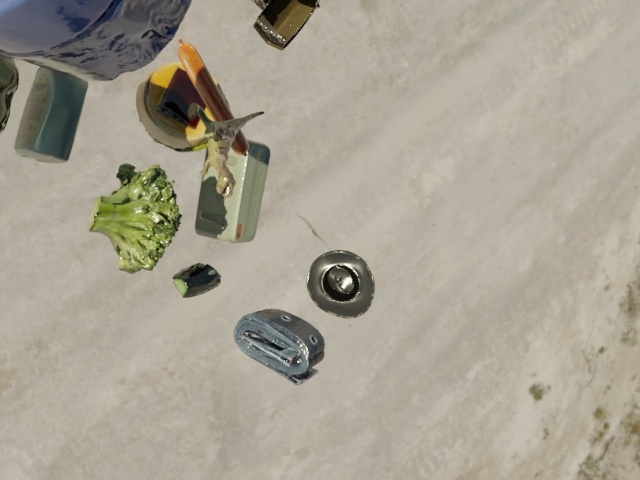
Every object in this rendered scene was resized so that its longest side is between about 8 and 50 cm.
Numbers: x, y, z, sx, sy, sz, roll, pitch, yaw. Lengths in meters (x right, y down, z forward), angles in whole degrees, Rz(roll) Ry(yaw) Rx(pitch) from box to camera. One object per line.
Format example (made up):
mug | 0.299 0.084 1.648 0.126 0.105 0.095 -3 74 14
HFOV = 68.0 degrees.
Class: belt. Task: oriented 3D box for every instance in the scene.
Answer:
belt | -0.105 0.240 1.124 0.128 0.218 0.122 -6 115 -61

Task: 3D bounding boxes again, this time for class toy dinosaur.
toy dinosaur | -0.216 -0.238 1.078 0.200 0.072 0.251 46 45 -62

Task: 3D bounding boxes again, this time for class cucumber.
cucumber | -0.437 0.137 1.708 0.193 0.086 0.115 -26 92 -59

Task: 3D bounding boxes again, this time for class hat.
hat | 0.036 0.073 0.798 0.121 0.050 0.121 0 95 5

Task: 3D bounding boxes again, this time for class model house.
model house | -0.148 -0.818 1.706 0.204 0.243 0.211 38 94 -13

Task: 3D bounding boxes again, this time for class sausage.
sausage | -0.285 -0.374 1.280 0.053 0.053 0.347 -41 124 -21

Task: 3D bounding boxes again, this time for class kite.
kite | 0.002 -0.002 1.405 0.016 0.127 0.229 -41 116 -3

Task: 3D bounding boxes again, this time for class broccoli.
broccoli | -0.516 -0.063 1.276 0.246 0.248 0.288 13 71 -52

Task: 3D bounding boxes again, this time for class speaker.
speaker | -0.331 -0.194 1.801 0.183 0.184 0.406 -9 112 -63

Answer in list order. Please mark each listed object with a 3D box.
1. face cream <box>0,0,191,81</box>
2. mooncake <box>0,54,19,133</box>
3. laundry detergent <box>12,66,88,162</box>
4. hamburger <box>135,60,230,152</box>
face cream | -0.283 -0.307 0.481 0.249 0.225 0.248 1 97 7
mooncake | -0.621 -0.251 0.653 0.356 0.194 0.356 17 90 -75
laundry detergent | -0.642 -0.331 1.137 0.105 0.215 0.280 14 85 -46
hamburger | -0.452 -0.437 1.557 0.302 0.170 0.301 0 90 -22
